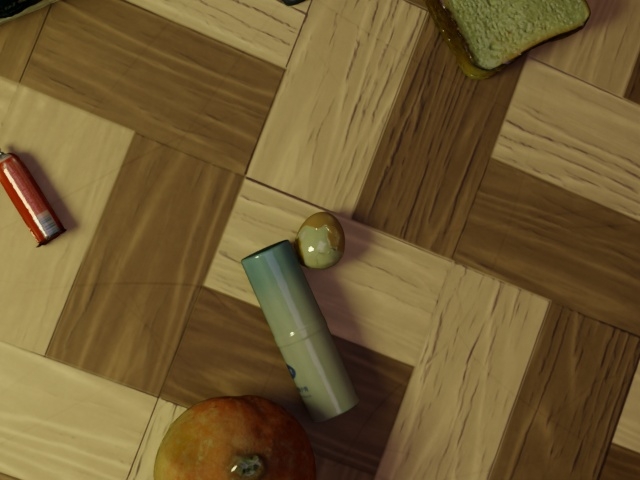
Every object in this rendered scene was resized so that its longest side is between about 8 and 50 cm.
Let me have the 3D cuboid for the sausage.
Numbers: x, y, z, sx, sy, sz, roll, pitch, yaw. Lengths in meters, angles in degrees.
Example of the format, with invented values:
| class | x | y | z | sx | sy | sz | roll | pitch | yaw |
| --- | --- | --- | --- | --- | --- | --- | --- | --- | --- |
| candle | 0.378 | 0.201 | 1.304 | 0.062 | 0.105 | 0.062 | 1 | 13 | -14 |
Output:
| class | x | y | z | sx | sy | sz | roll | pitch | yaw |
| --- | --- | --- | --- | --- | --- | --- | --- | --- | --- |
| sausage | -0.400 | -0.063 | 1.606 | 0.048 | 0.050 | 0.145 | -35 | 96 | -39 |

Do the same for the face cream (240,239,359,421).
| class | x | y | z | sx | sy | sz | roll | pitch | yaw |
| --- | --- | --- | --- | --- | --- | --- | --- | --- | --- |
| face cream | -0.028 | 0.126 | 1.666 | 0.077 | 0.077 | 0.250 | -24 | 94 | -12 |

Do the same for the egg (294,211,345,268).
| class | x | y | z | sx | sy | sz | roll | pitch | yaw |
| --- | --- | --- | --- | --- | --- | --- | --- | --- | --- |
| egg | 0.000 | 0.000 | 1.681 | 0.071 | 0.071 | 0.083 | 5 | 84 | -13 |

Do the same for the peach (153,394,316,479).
| class | x | y | z | sx | sy | sz | roll | pitch | yaw |
| --- | --- | --- | --- | --- | --- | --- | --- | --- | --- |
| peach | -0.110 | 0.303 | 1.568 | 0.233 | 0.232 | 0.232 | 0 | 88 | -13 |

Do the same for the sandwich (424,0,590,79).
| class | x | y | z | sx | sy | sz | roll | pitch | yaw |
| --- | --- | --- | --- | --- | --- | --- | --- | --- | --- |
| sandwich | 0.274 | -0.354 | 1.758 | 0.215 | 0.065 | 0.186 | -30 | 96 | -12 |

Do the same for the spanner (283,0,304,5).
| class | x | y | z | sx | sy | sz | roll | pitch | yaw |
| --- | --- | --- | --- | --- | --- | --- | --- | --- | --- |
| spanner | 0.078 | -0.421 | 1.738 | 0.316 | 0.024 | 0.087 | -25 | 92 | -11 |

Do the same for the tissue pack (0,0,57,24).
| class | x | y | z | sx | sy | sz | roll | pitch | yaw |
| --- | --- | --- | --- | --- | --- | --- | --- | --- | --- |
| tissue pack | -0.345 | -0.453 | 1.523 | 0.417 | 0.253 | 0.264 | -25 | 93 | -15 |
